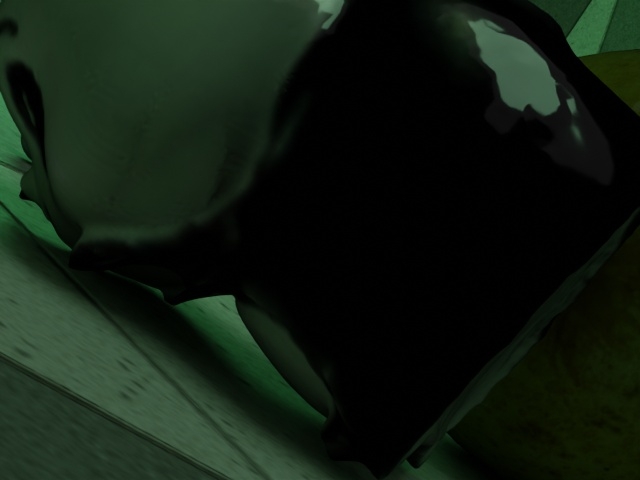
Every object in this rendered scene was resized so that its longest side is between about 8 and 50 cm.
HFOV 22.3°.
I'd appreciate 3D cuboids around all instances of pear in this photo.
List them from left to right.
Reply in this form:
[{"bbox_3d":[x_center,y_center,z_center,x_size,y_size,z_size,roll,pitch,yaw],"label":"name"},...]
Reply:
[{"bbox_3d":[0.175,0.028,0.990,0.304,0.304,0.304,34,3,-2],"label":"pear"}]

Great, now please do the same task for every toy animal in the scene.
[{"bbox_3d":[-0.014,-0.052,0.790,0.310,0.251,0.251,41,5,10],"label":"toy animal"}]

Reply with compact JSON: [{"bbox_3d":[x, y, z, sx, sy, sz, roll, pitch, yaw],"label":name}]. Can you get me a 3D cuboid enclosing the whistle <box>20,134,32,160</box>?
[{"bbox_3d":[-0.149,-0.048,1.002,0.100,0.035,0.035,37,4,19],"label":"whistle"}]
